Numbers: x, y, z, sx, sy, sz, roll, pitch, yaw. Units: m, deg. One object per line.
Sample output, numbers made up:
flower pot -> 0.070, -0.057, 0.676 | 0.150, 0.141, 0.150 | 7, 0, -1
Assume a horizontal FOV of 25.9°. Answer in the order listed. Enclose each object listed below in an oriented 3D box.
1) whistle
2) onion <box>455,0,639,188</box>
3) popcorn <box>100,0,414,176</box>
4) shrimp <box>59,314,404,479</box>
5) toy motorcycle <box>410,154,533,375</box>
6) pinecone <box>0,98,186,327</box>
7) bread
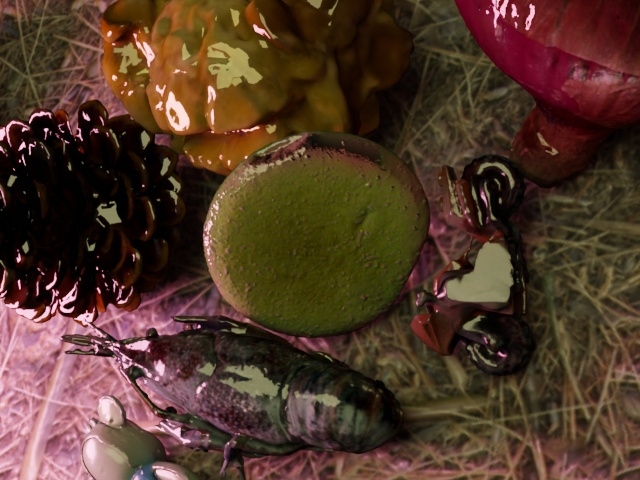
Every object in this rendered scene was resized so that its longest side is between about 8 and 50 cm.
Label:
whistle -> -0.164, 0.261, 1.430 | 0.236, 0.077, 0.114 | 40, 123, 27
onion -> 0.261, -0.211, 1.264 | 0.348, 0.348, 0.385 | 43, 133, 32
popcorn -> -0.073, -0.177, 1.417 | 0.332, 0.225, 0.265 | 2, 43, 14
shrimp -> -0.097, 0.164, 1.388 | 0.372, 0.137, 0.172 | 7, 80, 29
toy motorcycle -> 0.142, 0.025, 1.336 | 0.118, 0.084, 0.212 | -3, 86, 23
pinecone -> -0.287, -0.025, 1.463 | 0.246, 0.292, 0.246 | 8, 103, 40
bread -> 0.000, 0.000, 1.352 | 0.228, 0.228, 0.033 | -40, 25, 10
